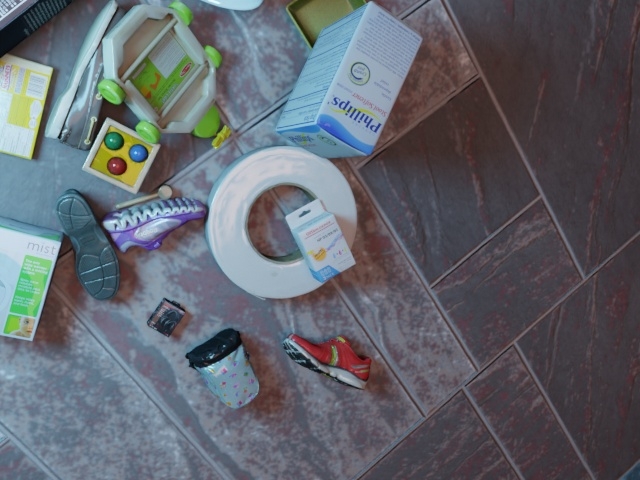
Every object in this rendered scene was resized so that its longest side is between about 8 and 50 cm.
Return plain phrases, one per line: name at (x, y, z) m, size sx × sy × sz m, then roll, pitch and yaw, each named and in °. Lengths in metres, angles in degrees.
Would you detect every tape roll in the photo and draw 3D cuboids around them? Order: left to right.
tape roll at (-0.097, -0.045, 1.552) m, size 0.392 × 0.072 × 0.391 m, roll -4°, pitch 103°, yaw -20°

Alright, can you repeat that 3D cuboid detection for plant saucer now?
plant saucer at (0.030, -0.538, 1.515) m, size 0.188 × 0.045 × 0.188 m, roll -38°, pitch 110°, yaw -10°

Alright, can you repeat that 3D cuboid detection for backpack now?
backpack at (-0.235, 0.333, 1.552) m, size 0.152 × 0.115 × 0.182 m, roll -28°, pitch 111°, yaw -16°

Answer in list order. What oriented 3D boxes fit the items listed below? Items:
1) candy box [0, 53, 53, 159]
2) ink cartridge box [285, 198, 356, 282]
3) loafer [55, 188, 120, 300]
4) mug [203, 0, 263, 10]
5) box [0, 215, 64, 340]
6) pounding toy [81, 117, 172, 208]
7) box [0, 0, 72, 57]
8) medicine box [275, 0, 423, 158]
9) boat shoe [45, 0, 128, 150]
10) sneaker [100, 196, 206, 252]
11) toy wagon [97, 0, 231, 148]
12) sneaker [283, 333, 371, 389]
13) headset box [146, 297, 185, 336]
candy box at (-0.652, -0.286, 1.322) m, size 0.105 × 0.027 × 0.205 m, roll 15°, pitch 95°, yaw -19°
ink cartridge box at (0.000, 0.000, 1.524) m, size 0.104 × 0.061 × 0.181 m, roll -30°, pitch 109°, yaw -13°
loafer at (-0.520, 0.006, 1.400) m, size 0.096 × 0.084 × 0.267 m, roll -15°, pitch 116°, yaw -9°
mug at (-0.203, -0.708, 1.231) m, size 0.276 × 0.374 × 0.327 m, roll 18°, pitch 85°, yaw 15°
box at (-0.714, 0.064, 1.317) m, size 0.262 × 0.127 × 0.231 m, roll 17°, pitch 96°, yaw -21°
pounding toy at (-0.426, -0.149, 1.396) m, size 0.206 × 0.094 × 0.181 m, roll 26°, pitch 90°, yaw -22°
box at (-0.671, -0.531, 1.177) m, size 0.294 × 0.183 × 0.296 m, roll -43°, pitch 107°, yaw -9°
medicine box at (0.055, -0.345, 1.383) m, size 0.149 × 0.263 × 0.289 m, roll 25°, pitch 86°, yaw -23°
boat shoe at (-0.483, -0.353, 1.328) m, size 0.097 × 0.117 × 0.324 m, roll 24°, pitch 92°, yaw -32°
sneaker at (-0.383, -0.032, 1.442) m, size 0.237 × 0.095 × 0.104 m, roll -14°, pitch 110°, yaw -11°
toy wagon at (-0.326, -0.340, 1.366) m, size 0.267 × 0.068 × 0.344 m, roll -58°, pitch 136°, yaw -22°
sneaker at (0.021, 0.304, 1.665) m, size 0.279 × 0.107 × 0.118 m, roll 31°, pitch 70°, yaw -26°
headset box at (-0.377, 0.186, 1.514) m, size 0.062 × 0.032 × 0.083 m, roll 36°, pitch 88°, yaw -22°
